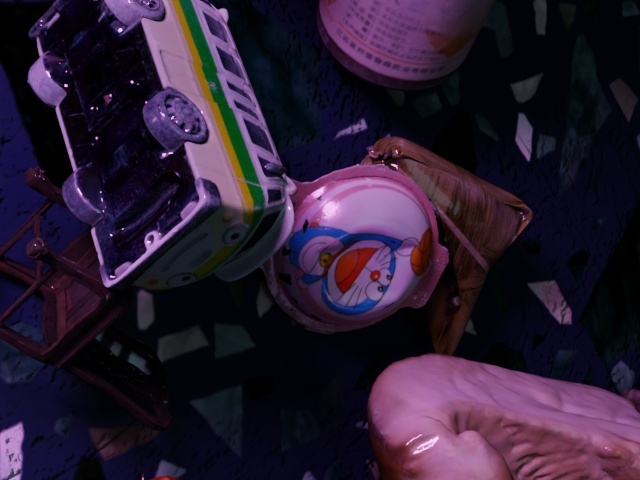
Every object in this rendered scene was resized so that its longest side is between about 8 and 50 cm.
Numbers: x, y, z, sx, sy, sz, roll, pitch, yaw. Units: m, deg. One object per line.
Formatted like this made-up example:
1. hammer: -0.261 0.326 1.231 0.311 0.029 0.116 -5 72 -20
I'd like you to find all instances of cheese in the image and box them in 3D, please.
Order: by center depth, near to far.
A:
1. cheese: 0.000 0.000 1.300 0.286 0.074 0.189 21 106 -28

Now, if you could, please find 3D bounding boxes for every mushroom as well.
1. mushroom: 0.177 0.288 1.394 0.397 0.224 0.314 17 102 -32

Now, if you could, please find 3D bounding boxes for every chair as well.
1. chair: -0.181 0.057 1.117 0.229 0.113 0.106 33 27 -34

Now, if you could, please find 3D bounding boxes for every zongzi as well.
1. zongzi: 0.095 0.009 1.400 0.205 0.094 0.204 25 87 -30

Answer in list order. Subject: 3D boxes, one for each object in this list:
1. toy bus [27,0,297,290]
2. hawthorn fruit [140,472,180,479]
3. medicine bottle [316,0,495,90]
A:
1. toy bus: -0.125 -0.093 1.104 0.164 0.133 0.276 15 45 -47
2. hawthorn fruit: -0.144 0.250 1.182 0.093 0.093 0.093 2 88 -41
3. medicine bottle: 0.106 -0.284 1.267 0.165 0.273 0.165 9 55 -13
